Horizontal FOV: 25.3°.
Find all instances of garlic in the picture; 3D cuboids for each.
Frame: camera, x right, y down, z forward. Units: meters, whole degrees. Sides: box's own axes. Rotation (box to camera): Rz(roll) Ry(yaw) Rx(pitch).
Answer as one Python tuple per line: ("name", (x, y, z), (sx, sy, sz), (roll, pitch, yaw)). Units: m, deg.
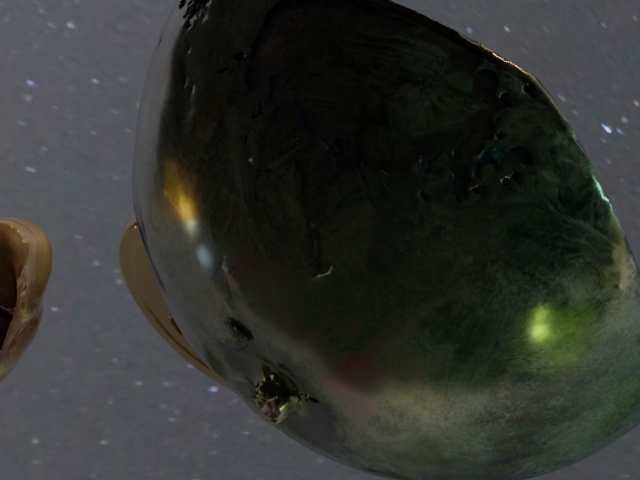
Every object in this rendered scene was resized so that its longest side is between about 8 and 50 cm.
("garlic", (-0.287, 0.057, 1.242), (0.099, 0.124, 0.174), (40, -56, 18))

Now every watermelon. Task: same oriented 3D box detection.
("watermelon", (0.004, -0.001, 0.681), (0.322, 0.188, 0.175), (28, -103, 24))

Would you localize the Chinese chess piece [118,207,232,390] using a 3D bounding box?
("Chinese chess piece", (-0.081, 0.045, 1.437), (0.273, 0.273, 0.102), (27, -125, 25))
